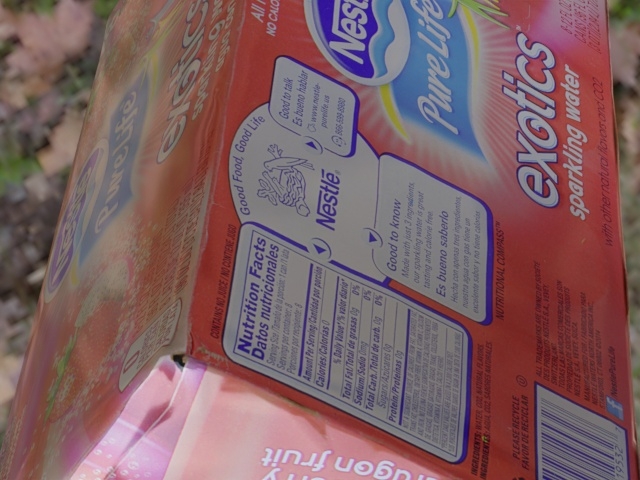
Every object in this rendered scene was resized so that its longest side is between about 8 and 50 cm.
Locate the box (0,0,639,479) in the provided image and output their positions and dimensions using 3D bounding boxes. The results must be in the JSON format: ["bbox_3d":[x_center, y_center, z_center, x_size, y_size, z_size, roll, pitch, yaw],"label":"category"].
[{"bbox_3d":[0.000,0.000,0.655,0.154,0.300,0.142,27,129,-19],"label":"box"}]
